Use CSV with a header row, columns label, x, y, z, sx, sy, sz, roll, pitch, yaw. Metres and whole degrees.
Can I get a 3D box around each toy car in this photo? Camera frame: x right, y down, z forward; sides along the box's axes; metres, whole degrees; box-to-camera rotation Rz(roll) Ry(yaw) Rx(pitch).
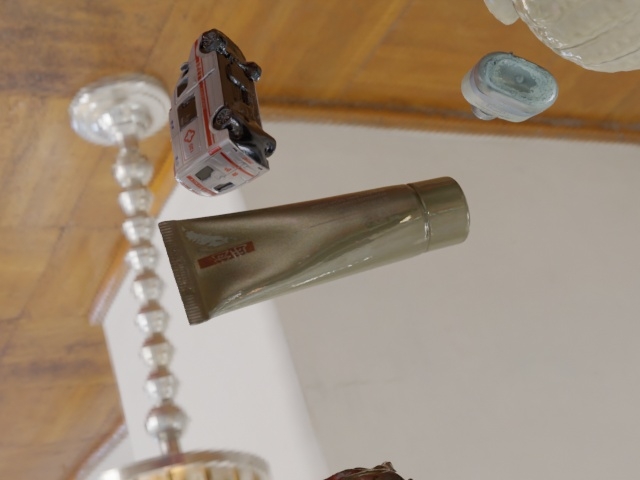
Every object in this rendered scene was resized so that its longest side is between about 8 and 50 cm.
label,x,y,z,sx,sy,sz,roll,pitch,yaw
toy car,-0.128,-0.155,1.276,0.108,0.209,0.089,-30,142,25

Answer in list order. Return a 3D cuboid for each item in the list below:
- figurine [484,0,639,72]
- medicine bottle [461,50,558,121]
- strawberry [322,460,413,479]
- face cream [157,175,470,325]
label,x,y,z,sx,sy,sz,roll,pitch,yaw
figurine,0.261,-0.215,0.647,0.332,0.185,0.204,-9,143,8
medicine bottle,0.204,-0.167,1.190,0.090,0.053,0.208,23,180,0
strawberry,0.035,0.285,0.761,0.111,0.236,0.190,-12,-175,-19
face cream,0.000,0.000,1.195,0.341,0.137,0.084,-13,150,-16
